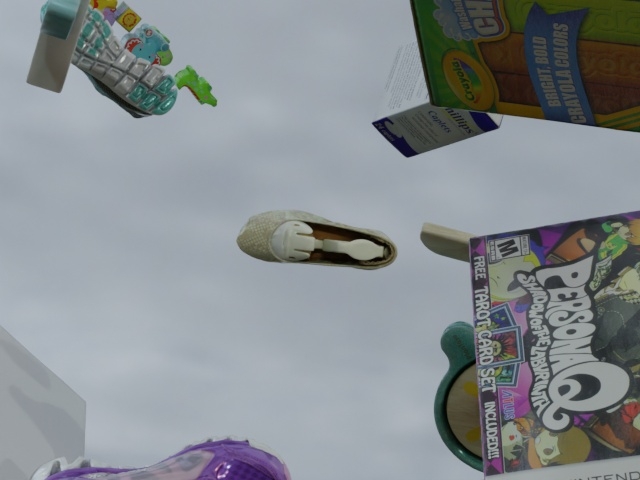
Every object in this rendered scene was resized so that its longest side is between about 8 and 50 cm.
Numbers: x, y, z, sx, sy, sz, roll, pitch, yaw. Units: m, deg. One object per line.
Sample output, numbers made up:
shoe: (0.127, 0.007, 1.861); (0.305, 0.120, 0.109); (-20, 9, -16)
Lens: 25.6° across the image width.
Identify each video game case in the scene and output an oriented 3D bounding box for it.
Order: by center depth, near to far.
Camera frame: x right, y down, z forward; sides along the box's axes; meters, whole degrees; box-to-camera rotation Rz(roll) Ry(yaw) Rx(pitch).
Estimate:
video game case: (0.208, 0.080, 0.929); (0.210, 0.232, 0.042); (-9, -40, 13)

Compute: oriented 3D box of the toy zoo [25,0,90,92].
toy zoo: (-0.172, -0.244, 1.074); (0.030, 0.293, 0.192); (17, -55, -13)

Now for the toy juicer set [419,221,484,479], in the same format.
toy juicer set: (0.201, 0.139, 1.201); (0.209, 0.089, 0.329); (-4, -65, 11)

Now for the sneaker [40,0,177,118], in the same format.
sneaker: (-0.230, -0.183, 1.470); (0.166, 0.065, 0.076); (43, -24, -11)

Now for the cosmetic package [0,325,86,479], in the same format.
cosmetic package: (-0.362, 0.303, 1.346); (0.230, 0.453, 0.161); (-36, -61, 14)

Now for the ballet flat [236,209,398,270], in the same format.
ballet flat: (0.000, 0.000, 1.435); (0.168, 0.057, 0.052); (4, 4, -16)

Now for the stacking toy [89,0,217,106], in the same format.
stacking toy: (-0.225, -0.239, 1.596); (0.052, 0.167, 0.221); (-47, -54, 4)

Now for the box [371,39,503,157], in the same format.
box: (0.143, -0.174, 1.593); (0.137, 0.126, 0.072); (-16, -47, 42)

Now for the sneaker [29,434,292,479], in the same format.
sneaker: (-0.141, 0.228, 1.180); (0.236, 0.095, 0.104); (-8, 8, 3)

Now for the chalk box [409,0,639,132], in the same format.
chalk box: (0.125, -0.155, 0.773); (0.213, 0.132, 0.132); (9, -38, 24)
